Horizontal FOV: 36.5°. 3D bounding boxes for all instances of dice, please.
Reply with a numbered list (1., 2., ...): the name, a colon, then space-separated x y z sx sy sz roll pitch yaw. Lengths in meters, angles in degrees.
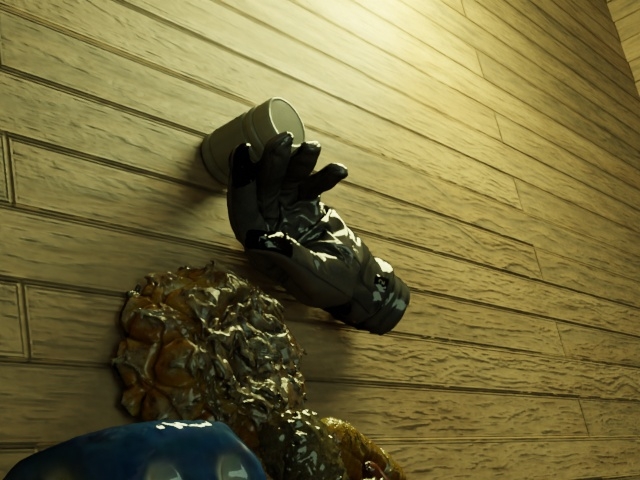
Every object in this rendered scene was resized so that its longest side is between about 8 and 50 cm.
1. dice: -0.121 0.200 0.632 0.146 0.146 0.143 9 60 -53

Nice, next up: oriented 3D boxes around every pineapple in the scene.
1. pineapple: -0.078 0.107 0.825 0.225 0.076 0.225 32 45 -38

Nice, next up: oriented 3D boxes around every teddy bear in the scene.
1. teddy bear: 0.000 0.262 0.761 0.129 0.182 0.251 37 -16 45

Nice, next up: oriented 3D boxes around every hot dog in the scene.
1. hot dog: 0.044 0.219 0.895 0.216 0.047 0.066 54 53 -47

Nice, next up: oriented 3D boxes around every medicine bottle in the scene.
1. medicine bottle: -0.067 -0.098 0.960 0.058 0.091 0.058 34 44 -40

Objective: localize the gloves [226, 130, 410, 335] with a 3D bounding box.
1. gloves: -0.006 0.006 0.965 0.142 0.119 0.285 -80 149 -43
